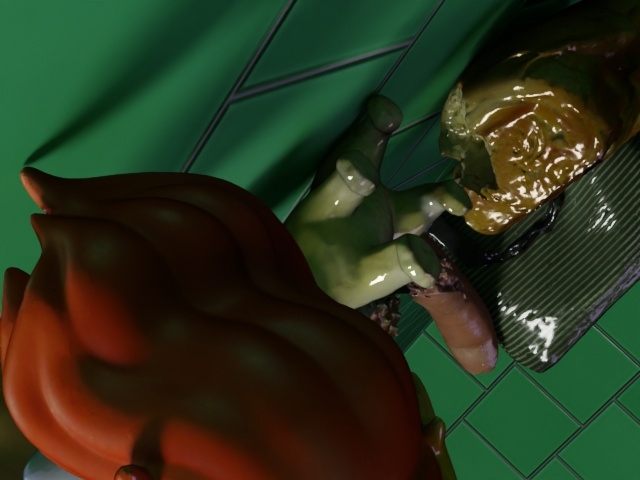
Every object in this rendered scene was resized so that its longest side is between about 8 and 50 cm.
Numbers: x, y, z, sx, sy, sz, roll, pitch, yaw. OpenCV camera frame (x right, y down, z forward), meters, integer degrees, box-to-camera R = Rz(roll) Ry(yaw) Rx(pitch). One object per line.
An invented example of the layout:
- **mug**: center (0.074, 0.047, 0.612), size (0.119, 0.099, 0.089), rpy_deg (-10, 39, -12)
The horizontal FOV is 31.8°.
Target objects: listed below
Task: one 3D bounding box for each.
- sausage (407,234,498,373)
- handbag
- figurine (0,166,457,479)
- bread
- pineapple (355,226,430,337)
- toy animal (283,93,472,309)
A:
- **sausage**: center (0.137, 0.062, 1.277), size (0.078, 0.078, 0.304), rpy_deg (-46, 137, -3)
- **handbag**: center (0.287, -0.034, 1.406), size (0.341, 0.240, 0.247), rpy_deg (-49, -178, 17)
- **figurine**: center (-0.068, 0.073, 0.515), size (0.181, 0.208, 0.257), rpy_deg (13, 163, -33)
- **bread**: center (0.236, -0.143, 1.071), size (0.195, 0.149, 0.344), rpy_deg (-42, 174, 39)
- **pineapple**: center (0.040, 0.040, 1.095), size (0.130, 0.119, 0.277), rpy_deg (-25, 163, -10)
- **toy animal**: center (0.005, -0.001, 0.812), size (0.168, 0.121, 0.233), rpy_deg (-34, -170, 42)
